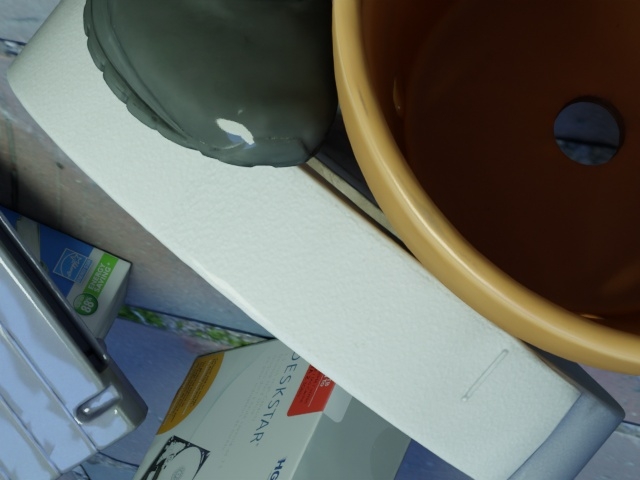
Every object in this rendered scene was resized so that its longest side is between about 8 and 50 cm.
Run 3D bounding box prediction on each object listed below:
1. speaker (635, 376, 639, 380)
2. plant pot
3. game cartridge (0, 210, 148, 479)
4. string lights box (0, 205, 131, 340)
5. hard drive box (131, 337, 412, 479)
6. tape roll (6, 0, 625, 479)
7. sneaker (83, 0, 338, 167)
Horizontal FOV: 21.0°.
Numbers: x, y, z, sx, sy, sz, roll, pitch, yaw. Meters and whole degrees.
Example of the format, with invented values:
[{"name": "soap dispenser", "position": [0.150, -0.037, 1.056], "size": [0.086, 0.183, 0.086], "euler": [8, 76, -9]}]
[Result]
[{"name": "speaker", "position": [0.195, 0.044, 1.114], "size": [0.136, 0.055, 0.055], "euler": [40, 147, -26]}, {"name": "plant pot", "position": [0.141, -0.074, 0.774], "size": [0.291, 0.291, 0.203], "euler": [25, 168, 0]}, {"name": "game cartridge", "position": [-0.321, 0.049, 1.289], "size": [0.230, 0.068, 0.355], "euler": [-32, 100, 21]}, {"name": "string lights box", "position": [-0.299, 0.034, 1.387], "size": [0.260, 0.133, 0.077], "euler": [24, 151, 1]}, {"name": "hard drive box", "position": [-0.040, 0.172, 1.370], "size": [0.089, 0.181, 0.232], "euler": [42, 146, -25]}, {"name": "tape roll", "position": [0.000, 0.000, 0.959], "size": [0.392, 0.072, 0.392], "euler": [39, -176, -4]}, {"name": "sneaker", "position": [-0.048, -0.163, 0.765], "size": [0.109, 0.286, 0.130], "euler": [-2, 148, -23]}]
